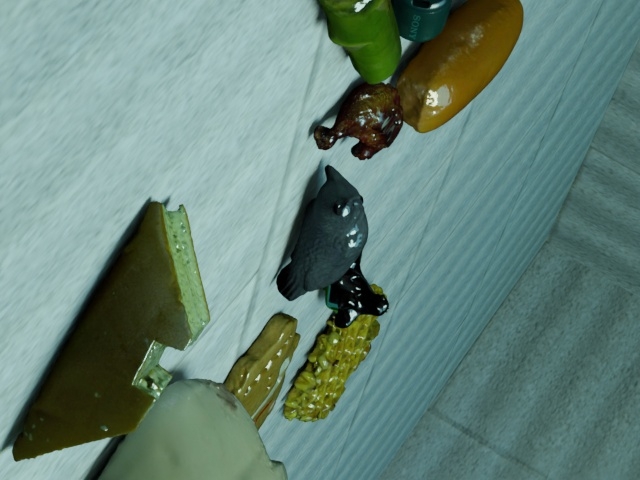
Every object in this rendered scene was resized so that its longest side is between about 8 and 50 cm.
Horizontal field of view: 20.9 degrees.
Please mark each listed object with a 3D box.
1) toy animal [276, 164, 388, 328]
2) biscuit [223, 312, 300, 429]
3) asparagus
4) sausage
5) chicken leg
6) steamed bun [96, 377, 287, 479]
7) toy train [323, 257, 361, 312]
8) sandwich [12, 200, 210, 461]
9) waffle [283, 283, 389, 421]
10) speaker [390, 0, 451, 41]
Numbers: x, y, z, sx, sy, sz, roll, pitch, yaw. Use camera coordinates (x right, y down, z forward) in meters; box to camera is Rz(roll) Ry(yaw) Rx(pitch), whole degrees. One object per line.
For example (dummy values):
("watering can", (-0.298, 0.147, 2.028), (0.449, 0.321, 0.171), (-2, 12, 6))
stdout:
("toy animal", (-0.003, -0.002, 1.922), (0.117, 0.121, 0.210), (-15, 142, 0))
("biscuit", (-0.082, 0.192, 2.127), (0.184, 0.035, 0.249), (-50, 166, -36))
("asparagus", (0.041, -0.200, 1.585), (0.277, 0.060, 0.067), (36, 75, -79))
("sausage", (0.163, -0.212, 1.998), (0.238, 0.098, 0.098), (-46, 163, -40))
("chicken leg", (0.049, -0.127, 1.831), (0.089, 0.048, 0.219), (-63, 168, 7))
("steamed bun", (-0.136, 0.333, 1.793), (0.324, 0.219, 0.310), (-54, 168, -22))
("toy train", (0.026, 0.045, 2.189), (0.209, 0.042, 0.044), (98, 4, -65))
("sandwich", (-0.153, 0.090, 1.427), (0.244, 0.088, 0.090), (-60, 172, 4))
("waffle", (0.024, 0.165, 2.480), (0.229, 0.051, 0.231), (-58, 168, 8))
("speaker", (0.109, -0.250, 1.740), (0.094, 0.060, 0.075), (-54, 169, -26))
